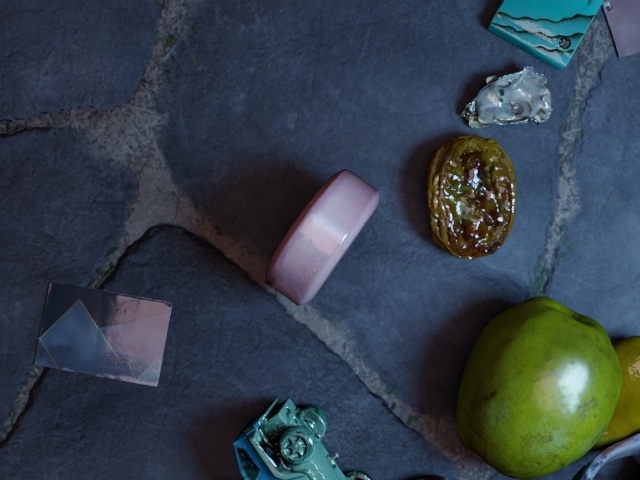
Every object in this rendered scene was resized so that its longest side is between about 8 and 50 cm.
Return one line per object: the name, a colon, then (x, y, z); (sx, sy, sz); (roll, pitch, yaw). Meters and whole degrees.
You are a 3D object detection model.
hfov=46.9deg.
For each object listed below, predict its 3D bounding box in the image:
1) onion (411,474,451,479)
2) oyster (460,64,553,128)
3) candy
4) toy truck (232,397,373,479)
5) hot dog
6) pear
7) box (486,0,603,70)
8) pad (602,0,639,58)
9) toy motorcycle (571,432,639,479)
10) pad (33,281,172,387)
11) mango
onion: (0.205, 0.519, 1.290); (0.173, 0.135, 0.198); (-45, 89, 3)
oyster: (0.339, -0.260, 1.346); (0.166, 0.053, 0.108); (-9, 107, -5)
candy: (0.000, 0.000, 1.260); (0.094, 0.255, 0.255); (35, 90, 3)
toy truck: (-0.024, 0.415, 1.295); (0.156, 0.155, 0.279); (-35, 88, 10)
hot dog: (0.267, -0.077, 1.324); (0.160, 0.099, 0.227); (-8, 91, 2)
pear: (0.359, 0.253, 1.241); (0.253, 0.253, 0.307); (31, 99, 2)
box: (0.431, -0.450, 1.352); (0.161, 0.042, 0.226); (30, 90, 3)
pad: (0.625, -0.414, 1.363); (0.188, 0.006, 0.113); (-17, 87, 0)
toy motorcycle: (0.536, 0.462, 1.205); (0.241, 0.319, 0.182); (5, 124, 37)
pad: (-0.409, 0.176, 1.385); (0.243, 0.004, 0.163); (9, 89, 2)
mango: (0.535, 0.274, 1.305); (0.136, 0.099, 0.227); (27, 98, -2)
